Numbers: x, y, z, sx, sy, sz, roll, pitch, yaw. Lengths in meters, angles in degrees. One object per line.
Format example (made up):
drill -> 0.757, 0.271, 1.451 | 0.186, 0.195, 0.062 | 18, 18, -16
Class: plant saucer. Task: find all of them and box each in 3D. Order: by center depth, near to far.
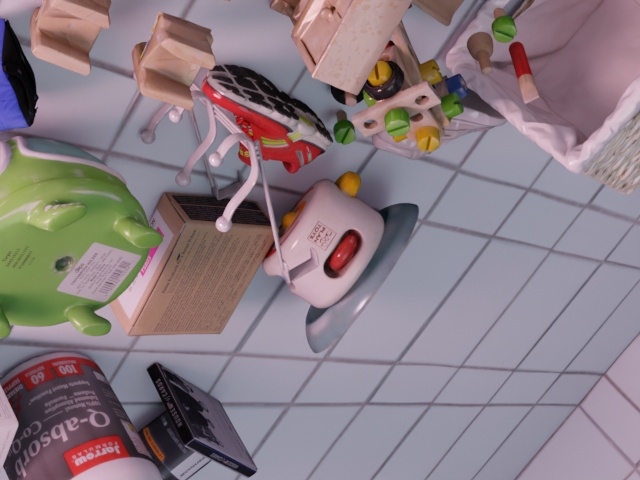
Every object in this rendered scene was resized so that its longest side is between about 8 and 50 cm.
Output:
plant saucer -> 0.062, 0.056, 1.824 | 0.044, 0.317, 0.317 | 34, 108, -7

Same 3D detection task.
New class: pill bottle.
pill bottle -> -0.376, 0.367, 1.637 | 0.210, 0.363, 0.210 | -25, 142, -21
pill bottle -> -0.333, 0.434, 1.948 | 0.246, 0.130, 0.130 | -39, 144, -2

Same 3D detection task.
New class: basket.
basket -> 0.454, -0.300, 1.709 | 0.328, 0.331, 0.266 | -51, 148, 14

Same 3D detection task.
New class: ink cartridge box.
ink cartridge box -> -0.205, 0.043, 1.678 | 0.193, 0.088, 0.234 | 5, 126, -43

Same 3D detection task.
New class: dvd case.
dvd case -> -0.215, 0.333, 1.902 | 0.030, 0.179, 0.238 | -38, 144, 4

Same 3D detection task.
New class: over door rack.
over door rack -> -0.143, -0.086, 1.465 | 0.108, 0.239, 0.324 | -37, 144, -8

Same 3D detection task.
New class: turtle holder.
turtle holder -> -0.389, -0.016, 1.332 | 0.320, 0.227, 0.243 | -11, 136, -33

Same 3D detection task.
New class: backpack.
backpack -> -0.398, -0.193, 1.250 | 0.101, 0.097, 0.120 | -8, 142, 6

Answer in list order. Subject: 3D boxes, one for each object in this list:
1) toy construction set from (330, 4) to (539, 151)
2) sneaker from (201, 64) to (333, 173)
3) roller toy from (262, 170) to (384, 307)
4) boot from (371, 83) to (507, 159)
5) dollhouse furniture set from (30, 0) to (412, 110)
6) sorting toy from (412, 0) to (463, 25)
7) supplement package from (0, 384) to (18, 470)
toy construction set -> 0.167, -0.217, 1.524 | 0.309, 0.237, 0.257 | -7, 135, 2
sneaker -> -0.088, -0.166, 1.550 | 0.118, 0.107, 0.279 | -44, 144, 15
roller toy -> 0.000, 0.000, 1.716 | 0.146, 0.191, 0.209 | 35, 130, -11
boot -> 0.205, -0.203, 1.796 | 0.258, 0.095, 0.123 | 2, 135, -34
dollhouse furniture set -> -0.113, -0.366, 1.274 | 0.394, 0.256, 0.362 | 18, 117, -26
sorting toy -> 0.197, -0.448, 1.563 | 0.193, 0.038, 0.208 | 18, 111, -50
supplement package -> -0.609, 0.274, 1.469 | 0.263, 0.198, 0.199 | -1, 130, -41
